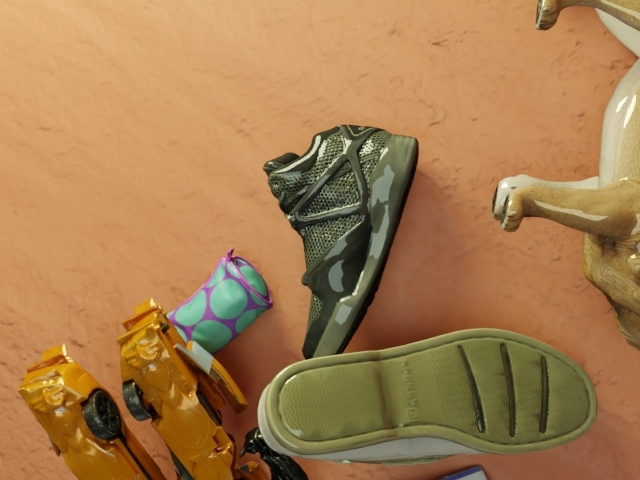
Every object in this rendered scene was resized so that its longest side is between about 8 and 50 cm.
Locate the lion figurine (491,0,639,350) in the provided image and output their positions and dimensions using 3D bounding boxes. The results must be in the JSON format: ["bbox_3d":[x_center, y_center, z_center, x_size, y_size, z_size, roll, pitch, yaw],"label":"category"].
[{"bbox_3d":[0.279,-0.096,0.784,0.240,0.142,0.392,9,95,3],"label":"lion figurine"}]

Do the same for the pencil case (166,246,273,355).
[{"bbox_3d":[-0.119,0.079,0.920,0.151,0.064,0.070,-38,96,13],"label":"pencil case"}]

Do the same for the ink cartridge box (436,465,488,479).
[{"bbox_3d":[0.062,0.409,0.836,0.324,0.071,0.330,-18,57,-6],"label":"ink cartridge box"}]

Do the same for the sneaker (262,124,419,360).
[{"bbox_3d":[0.000,0.000,0.878,0.130,0.087,0.227,17,97,10],"label":"sneaker"}]

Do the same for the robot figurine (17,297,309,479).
[{"bbox_3d":[-0.136,0.205,0.895,0.211,0.085,0.291,-25,114,10],"label":"robot figurine"}]

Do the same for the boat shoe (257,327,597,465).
[{"bbox_3d":[0.093,0.144,0.857,0.302,0.103,0.113,2,72,-12],"label":"boat shoe"}]
